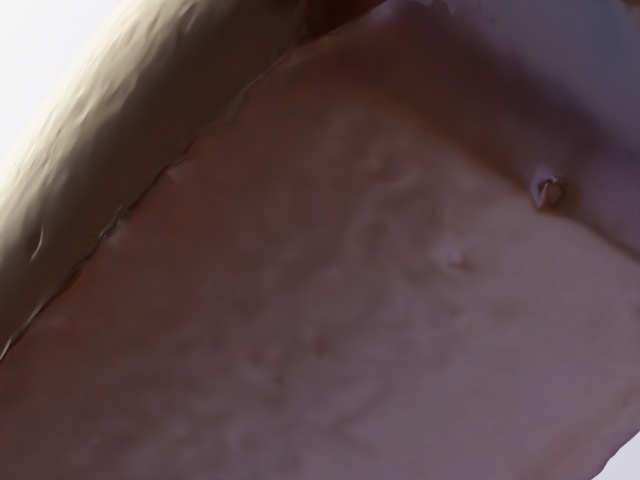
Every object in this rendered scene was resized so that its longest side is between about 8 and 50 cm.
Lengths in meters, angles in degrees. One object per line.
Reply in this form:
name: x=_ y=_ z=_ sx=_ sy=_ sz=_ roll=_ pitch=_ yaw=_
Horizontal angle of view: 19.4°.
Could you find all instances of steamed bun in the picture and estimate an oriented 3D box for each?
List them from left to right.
steamed bun: x=0.000 y=0.000 z=0.729 sx=0.379 sy=0.235 sz=0.248 roll=-47 pitch=-161 yaw=30
